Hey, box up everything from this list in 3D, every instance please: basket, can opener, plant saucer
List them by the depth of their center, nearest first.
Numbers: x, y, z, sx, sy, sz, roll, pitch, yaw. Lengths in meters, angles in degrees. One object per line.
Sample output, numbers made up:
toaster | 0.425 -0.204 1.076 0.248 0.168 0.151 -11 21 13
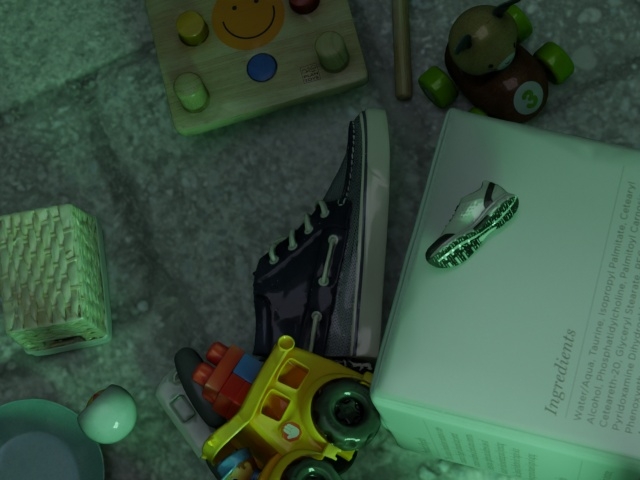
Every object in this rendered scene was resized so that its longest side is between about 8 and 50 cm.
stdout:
can opener | -0.101 0.257 1.712 0.074 0.093 0.280 -36 77 -4
plant saucer | -0.351 0.290 1.760 0.195 0.037 0.195 -2 73 8
basket | -0.330 0.046 1.794 0.113 0.103 0.167 -11 73 6

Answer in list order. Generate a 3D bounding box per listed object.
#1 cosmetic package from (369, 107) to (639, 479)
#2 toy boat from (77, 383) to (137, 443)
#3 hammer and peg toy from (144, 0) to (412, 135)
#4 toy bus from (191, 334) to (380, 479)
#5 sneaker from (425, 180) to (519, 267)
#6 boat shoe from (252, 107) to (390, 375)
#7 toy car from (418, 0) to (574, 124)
cosmetic package | 0.292 0.096 1.574 0.394 0.329 0.327 13 76 11
toy boat | -0.252 0.322 1.646 0.267 0.148 0.318 4 84 -5
hammer and peg toy | -0.035 -0.288 1.837 0.361 0.127 0.266 -15 72 4
toy bus | -0.059 0.216 1.620 0.211 0.149 0.220 29 62 0
sneaker | 0.144 -0.016 1.440 0.109 0.040 0.044 -39 55 -8
boat shoe | 0.000 0.000 1.746 0.158 0.127 0.340 4 75 1
toy car | 0.209 -0.226 1.753 0.155 0.188 0.149 -41 73 -5
